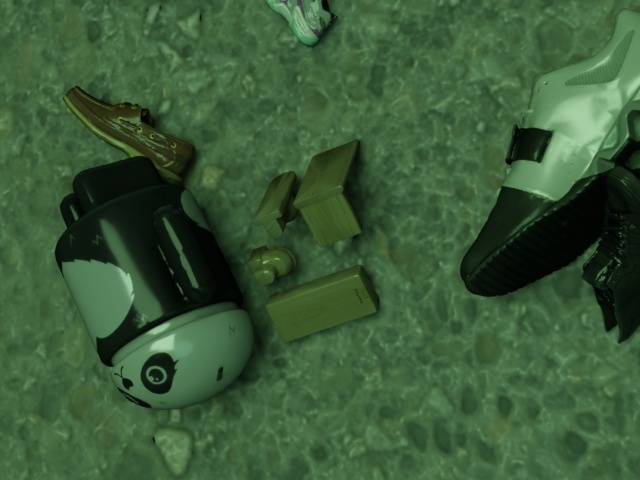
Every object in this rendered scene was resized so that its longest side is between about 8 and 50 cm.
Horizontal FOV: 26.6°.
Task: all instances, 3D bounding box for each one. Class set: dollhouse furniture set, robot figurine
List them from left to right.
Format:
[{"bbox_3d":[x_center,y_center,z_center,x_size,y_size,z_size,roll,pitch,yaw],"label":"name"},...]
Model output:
[{"bbox_3d":[-0.187,0.050,1.481,0.173,0.209,0.278,-28,77,6],"label":"robot figurine"},{"bbox_3d":[0.000,0.000,1.492,0.144,0.123,0.151,-20,113,19],"label":"dollhouse furniture set"}]

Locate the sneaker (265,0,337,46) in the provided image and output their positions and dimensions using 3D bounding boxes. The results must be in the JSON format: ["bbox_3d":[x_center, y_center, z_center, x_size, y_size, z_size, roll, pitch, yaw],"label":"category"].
[{"bbox_3d":[-0.019,-0.274,1.523,0.069,0.038,0.098,-43,81,11],"label":"sneaker"}]

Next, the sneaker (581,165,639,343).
[{"bbox_3d":[0.292,0.014,1.319,0.089,0.170,0.051,-37,36,-8],"label":"sneaker"}]

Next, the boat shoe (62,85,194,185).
[{"bbox_3d":[-0.221,-0.131,1.578,0.178,0.064,0.060,36,93,14],"label":"boat shoe"}]

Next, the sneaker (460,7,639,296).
[{"bbox_3d":[0.245,-0.089,1.364,0.330,0.122,0.146,-47,57,9],"label":"sneaker"}]
